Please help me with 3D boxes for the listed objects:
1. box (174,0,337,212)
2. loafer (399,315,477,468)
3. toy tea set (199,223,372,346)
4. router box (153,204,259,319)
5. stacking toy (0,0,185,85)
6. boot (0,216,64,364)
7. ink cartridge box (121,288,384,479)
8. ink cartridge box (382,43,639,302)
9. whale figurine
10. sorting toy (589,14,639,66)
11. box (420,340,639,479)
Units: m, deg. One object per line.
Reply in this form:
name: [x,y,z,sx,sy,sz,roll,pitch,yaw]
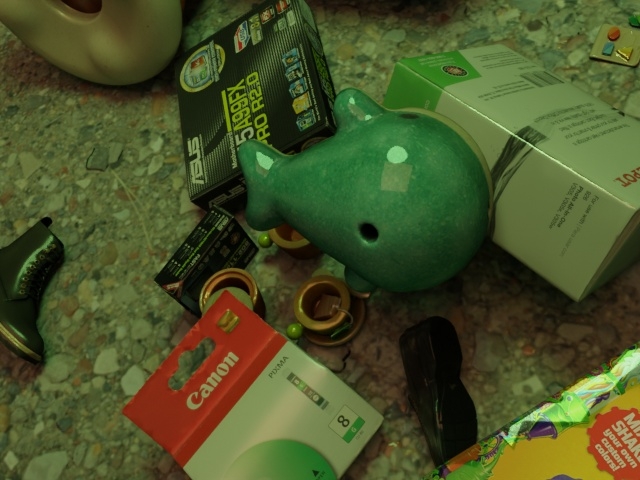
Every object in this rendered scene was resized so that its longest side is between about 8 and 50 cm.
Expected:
box: [-0.091,-0.193,0.941,0.216,0.060,0.270,-25,56,20]
loafer: [0.124,0.171,0.742,0.061,0.062,0.170,-28,59,47]
toy tea set: [0.000,0.000,0.816,0.200,0.124,0.336,36,78,28]
router box: [-0.140,0.030,0.861,0.038,0.092,0.122,30,76,27]
stacking toy: [-0.287,-0.515,1.093,0.350,0.351,0.480,11,52,21]
boot: [-0.392,0.059,0.934,0.137,0.077,0.198,-39,61,-11]
ink cartridge box: [-0.073,0.188,0.734,0.224,0.056,0.181,40,79,-1]
ink cartridge box: [0.231,-0.089,0.740,0.211,0.122,0.289,-20,50,-41]
whale figurine: [0.026,-0.037,0.675,0.272,0.216,0.141,8,27,24]
sorting toy: [0.395,-0.268,0.900,0.062,0.012,0.083,19,71,24]
box: [0.283,0.267,0.572,0.279,0.177,0.290,-32,60,-2]
